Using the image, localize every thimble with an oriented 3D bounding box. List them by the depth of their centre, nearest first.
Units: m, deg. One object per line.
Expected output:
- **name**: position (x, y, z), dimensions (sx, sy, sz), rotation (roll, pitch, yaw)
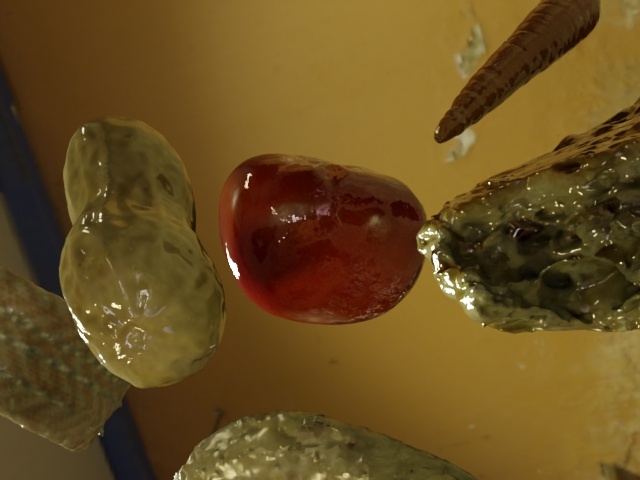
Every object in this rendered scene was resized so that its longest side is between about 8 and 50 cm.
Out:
- **thimble**: position (-0.328, 0.127, 1.099), dimensions (0.148, 0.196, 0.229), rotation (-59, -42, -14)

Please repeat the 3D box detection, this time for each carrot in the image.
- **carrot**: position (0.217, -0.194, 1.064), dimensions (0.336, 0.069, 0.069), rotation (-45, -53, -30)

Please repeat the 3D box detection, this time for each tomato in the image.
- **tomato**: position (0.000, 0.000, 1.383), dimensions (0.298, 0.299, 0.226), rotation (-16, -65, -72)

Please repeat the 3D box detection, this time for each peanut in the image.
- **peanut**: position (-0.151, -0.003, 0.795), dimensions (0.123, 0.123, 0.256), rotation (49, -163, -54)

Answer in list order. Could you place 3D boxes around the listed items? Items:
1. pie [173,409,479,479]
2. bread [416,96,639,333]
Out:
- **pie**: position (0.018, 0.219, 0.583), dimensions (0.055, 0.274, 0.274), rotation (-43, -62, -57)
- **bread**: position (0.296, -0.016, 0.915), dimensions (0.191, 0.370, 0.314), rotation (63, 175, -10)
